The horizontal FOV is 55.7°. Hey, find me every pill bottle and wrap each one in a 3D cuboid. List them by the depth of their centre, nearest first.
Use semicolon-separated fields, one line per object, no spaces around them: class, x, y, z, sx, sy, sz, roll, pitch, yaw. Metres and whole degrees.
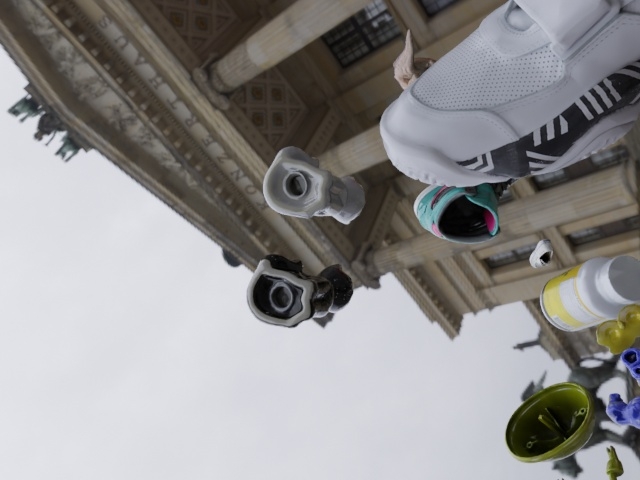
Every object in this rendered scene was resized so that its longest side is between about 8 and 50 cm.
pill bottle;0.457;0.087;1.010;0.103;0.184;0.103;4;-109;-10

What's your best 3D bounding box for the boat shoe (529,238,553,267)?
boat shoe;0.467;0.037;1.271;0.100;0.035;0.035;88;176;-57

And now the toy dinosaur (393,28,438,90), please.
toy dinosaur;0.236;-0.359;1.369;0.296;0.127;0.200;29;-169;-38

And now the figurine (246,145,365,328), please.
figurine;0.000;0.000;0.798;0.209;0.093;0.214;8;-89;-67

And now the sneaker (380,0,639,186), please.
sneaker;0.175;-0.188;0.357;0.210;0.366;0.137;54;-163;-36

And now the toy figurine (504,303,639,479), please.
toy figurine;0.440;0.213;0.745;0.217;0.362;0.191;32;-159;-35

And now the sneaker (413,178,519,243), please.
sneaker;0.314;-0.098;1.128;0.124;0.296;0.178;46;-163;-22
